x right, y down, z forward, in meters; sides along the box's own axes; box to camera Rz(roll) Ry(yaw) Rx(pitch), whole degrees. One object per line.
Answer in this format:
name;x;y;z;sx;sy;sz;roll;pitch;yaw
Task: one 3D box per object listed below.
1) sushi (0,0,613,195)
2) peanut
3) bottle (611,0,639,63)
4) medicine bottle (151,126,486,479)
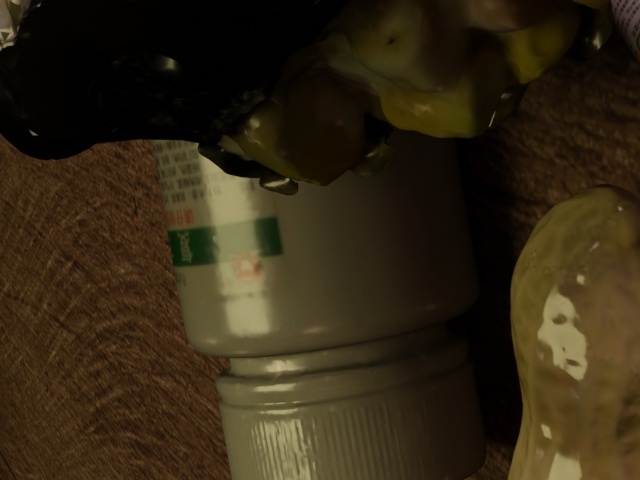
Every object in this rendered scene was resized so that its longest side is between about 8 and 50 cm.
sushi;-0.015;-0.204;0.770;0.328;0.285;0.329;134;138;-54
peanut;0.157;0.096;0.824;0.123;0.123;0.257;-173;76;-65
bottle;0.195;-0.079;0.728;0.060;0.060;0.217;110;142;-50
medicine bottle;0.000;0.000;1.014;0.208;0.208;0.340;177;83;-66
